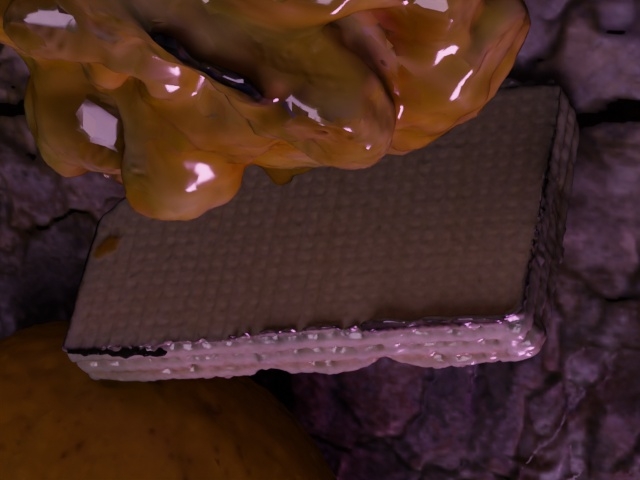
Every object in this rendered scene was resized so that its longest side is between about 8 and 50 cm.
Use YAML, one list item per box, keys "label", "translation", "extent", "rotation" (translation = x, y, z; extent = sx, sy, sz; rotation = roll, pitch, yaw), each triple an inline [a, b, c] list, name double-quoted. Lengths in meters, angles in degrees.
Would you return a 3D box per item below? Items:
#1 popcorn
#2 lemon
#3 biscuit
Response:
- label: "popcorn"
  translation: [-0.044, -0.127, 0.894]
  extent: [0.286, 0.215, 0.252]
  rotation: [17, 157, 12]
- label: "lemon"
  translation: [-0.112, 0.178, 1.086]
  extent: [0.310, 0.253, 0.253]
  rotation: [28, 127, -1]
- label: "biscuit"
  translation: [0.000, 0.000, 0.990]
  extent: [0.252, 0.150, 0.052]
  rotation: [-5, 142, 23]
